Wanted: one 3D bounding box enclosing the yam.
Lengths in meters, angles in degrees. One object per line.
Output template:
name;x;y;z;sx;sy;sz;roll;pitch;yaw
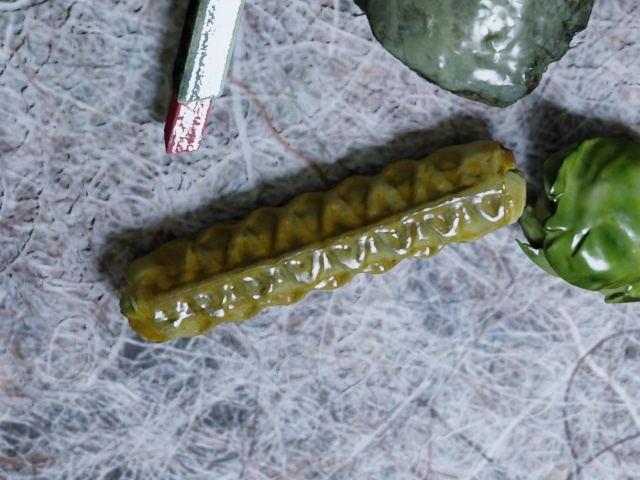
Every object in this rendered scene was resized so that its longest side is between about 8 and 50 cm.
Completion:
yam;0.134;-0.265;1.492;0.195;0.195;0.300;10;114;-10

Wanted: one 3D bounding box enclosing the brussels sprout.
brussels sprout;0.256;-0.015;1.680;0.181;0.100;0.139;30;98;-18

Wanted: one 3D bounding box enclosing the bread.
bread;0.000;0.001;1.669;0.367;0.077;0.084;-19;118;4

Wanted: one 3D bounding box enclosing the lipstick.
lipstick;-0.079;-0.213;1.573;0.051;0.051;0.312;10;117;-11
